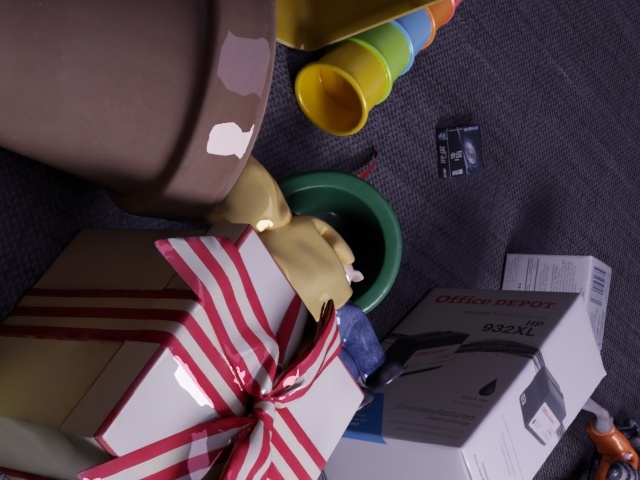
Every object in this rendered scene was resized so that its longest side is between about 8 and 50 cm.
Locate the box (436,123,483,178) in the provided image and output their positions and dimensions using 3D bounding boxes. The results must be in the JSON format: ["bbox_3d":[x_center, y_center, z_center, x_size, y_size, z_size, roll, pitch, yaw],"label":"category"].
[{"bbox_3d":[0.188,-0.121,1.536,0.083,0.018,0.067,-13,100,-49],"label":"box"}]

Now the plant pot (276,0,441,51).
[{"bbox_3d":[-0.007,-0.339,1.173,0.212,0.212,0.187,14,67,-49],"label":"plant pot"}]

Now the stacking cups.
[{"bbox_3d":[0.094,-0.243,1.364,0.316,0.096,0.096,-46,124,-39],"label":"stacking cups"}]

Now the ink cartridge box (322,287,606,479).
[{"bbox_3d":[0.166,0.188,1.360,0.307,0.223,0.129,-41,120,-41],"label":"ink cartridge box"}]

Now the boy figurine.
[{"bbox_3d":[-0.033,0.046,1.159,0.177,0.092,0.285,-38,96,-41],"label":"boy figurine"}]

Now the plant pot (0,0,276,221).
[{"bbox_3d":[-0.195,-0.159,0.935,0.229,0.263,0.263,8,84,-32],"label":"plant pot"}]

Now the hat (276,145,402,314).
[{"bbox_3d":[0.000,0.000,1.314,0.208,0.183,0.173,-15,96,-6],"label":"hat"}]

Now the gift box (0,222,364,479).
[{"bbox_3d":[-0.141,0.133,0.969,0.276,0.258,0.255,54,52,-37],"label":"gift box"}]

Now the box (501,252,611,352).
[{"bbox_3d":[0.329,0.088,1.617,0.072,0.137,0.126,23,74,-49],"label":"box"}]

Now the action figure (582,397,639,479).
[{"bbox_3d":[0.468,0.423,1.768,0.330,0.178,0.341,27,68,-37],"label":"action figure"}]
